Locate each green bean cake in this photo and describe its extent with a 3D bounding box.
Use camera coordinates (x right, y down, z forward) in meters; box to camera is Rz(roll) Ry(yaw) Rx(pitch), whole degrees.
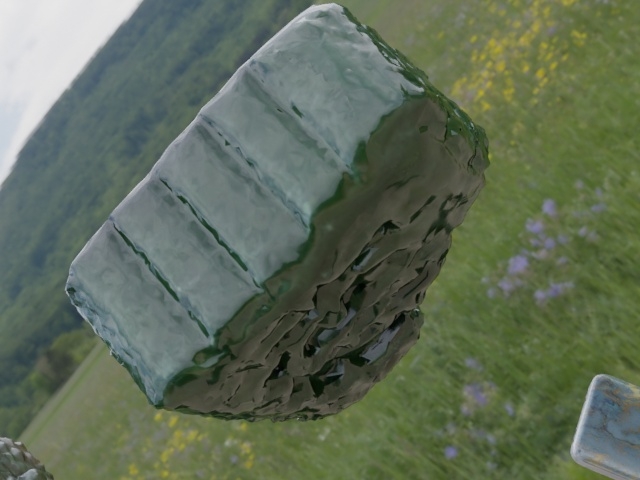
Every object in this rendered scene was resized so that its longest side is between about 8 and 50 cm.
[{"bbox_3d":[0.000,0.000,0.791,0.308,0.169,0.300,-49,-25,11],"label":"green bean cake"}]

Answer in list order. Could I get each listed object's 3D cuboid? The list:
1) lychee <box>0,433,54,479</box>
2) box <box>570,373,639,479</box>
[{"bbox_3d":[-0.399,0.329,1.052,0.274,0.255,0.255,-43,8,14],"label":"lychee"},{"bbox_3d":[0.499,0.296,1.370,0.044,0.285,0.142,96,-162,-60],"label":"box"}]
